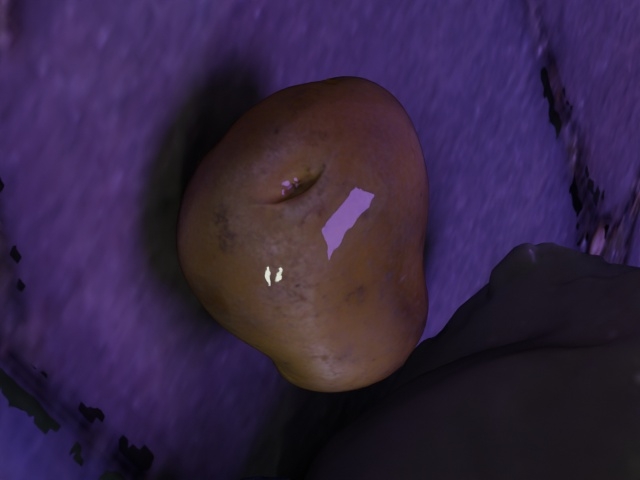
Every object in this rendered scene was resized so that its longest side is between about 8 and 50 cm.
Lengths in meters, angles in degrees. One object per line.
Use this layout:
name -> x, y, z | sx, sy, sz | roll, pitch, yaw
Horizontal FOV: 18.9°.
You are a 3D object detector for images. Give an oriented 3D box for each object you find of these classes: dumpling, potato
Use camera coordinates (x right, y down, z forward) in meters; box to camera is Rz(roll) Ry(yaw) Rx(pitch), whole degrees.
dumpling -> 0.069, 0.116, 0.538 | 0.147, 0.193, 0.258 | 23, 70, -27
potato -> 0.000, 0.000, 0.471 | 0.068, 0.062, 0.083 | -35, 115, -12

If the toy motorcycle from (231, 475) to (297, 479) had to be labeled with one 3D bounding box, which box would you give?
toy motorcycle -> -0.027, 0.176, 0.449 | 0.254, 0.136, 0.092 | -65, 156, -14
